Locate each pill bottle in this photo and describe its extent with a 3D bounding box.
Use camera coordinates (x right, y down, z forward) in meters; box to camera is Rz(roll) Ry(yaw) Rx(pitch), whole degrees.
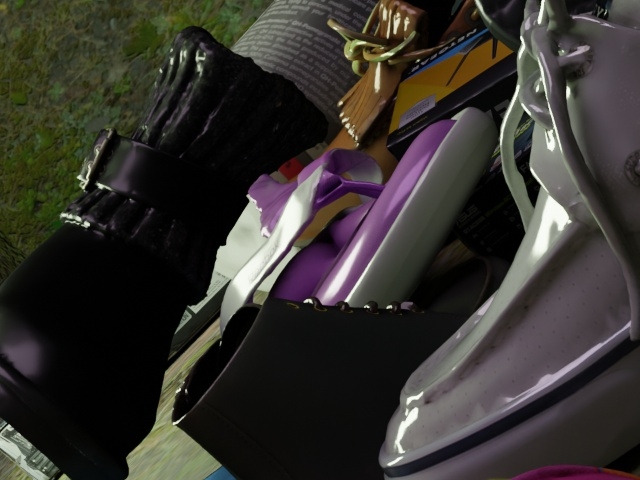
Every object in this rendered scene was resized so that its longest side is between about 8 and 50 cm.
[{"bbox_3d":[0.007,-0.123,1.617,0.318,0.176,0.176,-51,9,-27],"label":"pill bottle"}]

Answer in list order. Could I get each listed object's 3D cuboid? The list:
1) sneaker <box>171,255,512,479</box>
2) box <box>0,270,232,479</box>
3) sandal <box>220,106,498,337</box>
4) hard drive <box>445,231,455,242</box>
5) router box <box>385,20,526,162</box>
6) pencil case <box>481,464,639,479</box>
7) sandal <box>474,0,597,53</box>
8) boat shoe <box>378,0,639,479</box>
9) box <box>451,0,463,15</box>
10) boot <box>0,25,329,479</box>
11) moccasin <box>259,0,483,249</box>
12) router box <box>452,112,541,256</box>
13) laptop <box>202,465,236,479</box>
[{"bbox_3d":[0.024,0.046,0.863,0.083,0.118,0.222,-41,9,36],"label":"sneaker"},{"bbox_3d":[-0.187,0.088,1.967,0.307,0.076,0.242,-45,7,11],"label":"box"},{"bbox_3d":[-0.007,0.013,1.118,0.169,0.102,0.416,-61,3,-16],"label":"sandal"},{"bbox_3d":[0.121,-0.059,1.243,0.094,0.022,0.135,-38,12,47],"label":"hard drive"},{"bbox_3d":[0.130,-0.112,1.211,0.179,0.046,0.133,-31,19,19],"label":"router box"},{"bbox_3d":[0.030,0.121,0.549,0.104,0.104,0.236,-49,6,-21],"label":"pencil case"},{"bbox_3d":[0.261,-0.235,0.996,0.446,0.167,0.107,-44,-18,-8],"label":"sandal"},{"bbox_3d":[0.125,-0.056,0.688,0.367,0.156,0.136,-44,8,18],"label":"boat shoe"},{"bbox_3d":[0.135,-0.264,1.478,0.220,0.051,0.175,105,156,-48],"label":"box"},{"bbox_3d":[-0.105,-0.002,1.201,0.260,0.131,0.348,-48,14,5],"label":"boot"},{"bbox_3d":[0.088,-0.139,1.363,0.380,0.147,0.139,-43,8,27],"label":"moccasin"},{"bbox_3d":[0.133,-0.053,1.084,0.122,0.038,0.092,-41,9,38],"label":"router box"},{"bbox_3d":[-0.288,0.246,1.153,0.382,0.408,0.236,-55,-23,-50],"label":"laptop"}]
